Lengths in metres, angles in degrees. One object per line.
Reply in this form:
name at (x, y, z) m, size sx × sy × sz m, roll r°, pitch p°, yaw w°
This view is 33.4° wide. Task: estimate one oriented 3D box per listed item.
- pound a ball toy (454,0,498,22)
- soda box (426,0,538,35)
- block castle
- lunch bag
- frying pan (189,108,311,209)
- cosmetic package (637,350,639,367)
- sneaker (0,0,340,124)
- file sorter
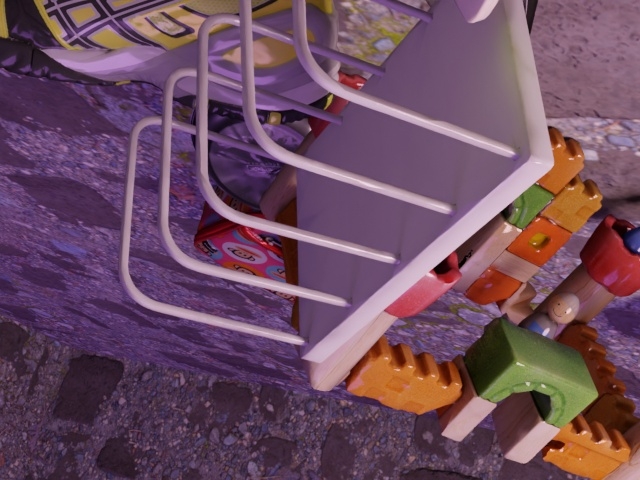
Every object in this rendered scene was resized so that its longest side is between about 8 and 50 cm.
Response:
pound a ball toy at (0.103, -0.234, 0.509) m, size 0.208 × 0.136 × 0.319 m, roll -18°, pitch 167°, yaw -11°
soda box at (0.105, -0.206, 0.794) m, size 0.060 × 0.053 × 0.169 m, roll 4°, pitch 160°, yaw 35°
block castle at (0.184, 0.031, 1.014) m, size 0.453 × 0.303 × 0.213 m, roll 24°, pitch 121°, yaw -27°
lunch bag at (0.000, 0.000, 1.453) m, size 0.293 × 0.120 × 0.258 m, roll 26°, pitch 156°, yaw -26°
frying pan at (-0.071, -0.059, 1.240) m, size 0.197 × 0.053 × 0.326 m, roll 19°, pitch 138°, yaw -1°
cosmetic package at (0.560, 0.152, 1.428) m, size 0.237 × 0.107 × 0.127 m, roll 1°, pitch 161°, yaw 33°
sneaker at (-0.166, -0.214, 0.909) m, size 0.384 × 0.145 × 0.147 m, roll 10°, pitch 121°, yaw 5°
file sorter at (-0.006, -0.074, 0.736) m, size 0.173 × 0.193 × 0.277 m, roll 16°, pitch 142°, yaw -26°
